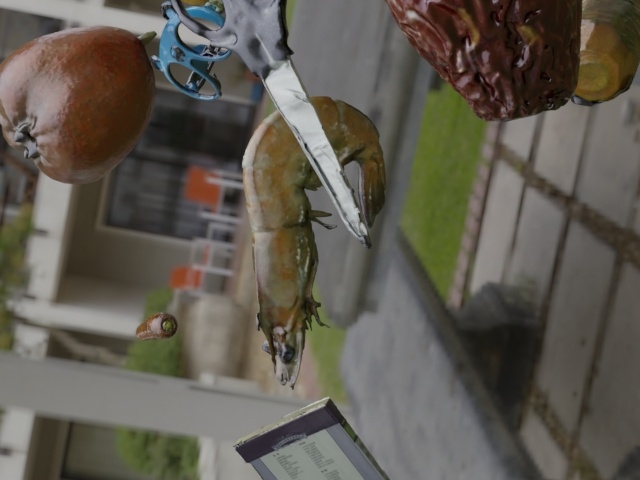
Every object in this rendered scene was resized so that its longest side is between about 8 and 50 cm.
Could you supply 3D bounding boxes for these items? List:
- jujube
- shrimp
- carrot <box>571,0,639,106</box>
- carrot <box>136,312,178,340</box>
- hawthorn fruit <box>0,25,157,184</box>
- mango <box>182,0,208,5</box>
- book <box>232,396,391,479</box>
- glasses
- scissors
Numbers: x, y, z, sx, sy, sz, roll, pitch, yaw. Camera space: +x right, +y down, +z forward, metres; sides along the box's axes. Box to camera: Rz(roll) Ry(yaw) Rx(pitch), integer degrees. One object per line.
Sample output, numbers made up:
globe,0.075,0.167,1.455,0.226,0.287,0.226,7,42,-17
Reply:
jujube,0.125,-0.205,1.132,0.168,0.168,0.236,-113,1,-77
shrimp,0.000,0.000,1.449,0.058,0.169,0.296,23,119,57
carrot,0.264,-0.190,1.346,0.173,0.082,0.082,-68,-6,-54
carrot,-0.185,0.098,1.605,0.093,0.032,0.032,160,121,-66
hawthorn fruit,-0.299,-0.198,1.870,0.251,0.199,0.199,-45,-7,-22
mango,-0.196,-0.415,1.813,0.113,0.138,0.253,-22,-88,-61
book,0.018,0.308,1.762,0.157,0.231,0.026,-28,15,32
glasses,-0.122,-0.292,2.018,0.102,0.207,0.239,57,161,13
scissors,-0.031,-0.124,1.105,0.022,0.109,0.300,-1,-118,-62
